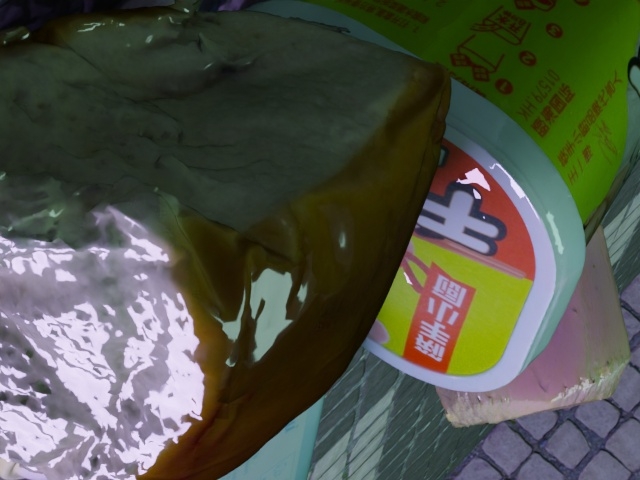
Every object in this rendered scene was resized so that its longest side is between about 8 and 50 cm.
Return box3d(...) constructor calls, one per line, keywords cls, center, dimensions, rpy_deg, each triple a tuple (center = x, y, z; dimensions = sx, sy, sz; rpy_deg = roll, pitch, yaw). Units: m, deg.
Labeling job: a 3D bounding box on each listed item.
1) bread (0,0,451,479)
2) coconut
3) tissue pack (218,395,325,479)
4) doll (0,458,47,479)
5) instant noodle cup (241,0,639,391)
box3d(cls="bread", center=(-0.073, -0.005, 0.945), dimensions=(0.279, 0.225, 0.250), rpy_deg=(-43, 167, -40))
box3d(cls="coconut", center=(0.189, 0.059, 1.847), dimensions=(0.233, 0.245, 0.233), rpy_deg=(-13, 173, -2))
box3d(cls="tissue pack", center=(-0.085, 0.138, 1.172), dimensions=(0.177, 0.089, 0.263), rpy_deg=(-32, 148, -32))
box3d(cls="doll", center=(-0.134, 0.114, 1.271), dimensions=(0.141, 0.117, 0.296), rpy_deg=(-37, 173, 35))
box3d(cls="instant noodle cup", center=(0.111, -0.109, 1.188), dimensions=(0.308, 0.294, 0.294), rpy_deg=(-48, 167, -31))
